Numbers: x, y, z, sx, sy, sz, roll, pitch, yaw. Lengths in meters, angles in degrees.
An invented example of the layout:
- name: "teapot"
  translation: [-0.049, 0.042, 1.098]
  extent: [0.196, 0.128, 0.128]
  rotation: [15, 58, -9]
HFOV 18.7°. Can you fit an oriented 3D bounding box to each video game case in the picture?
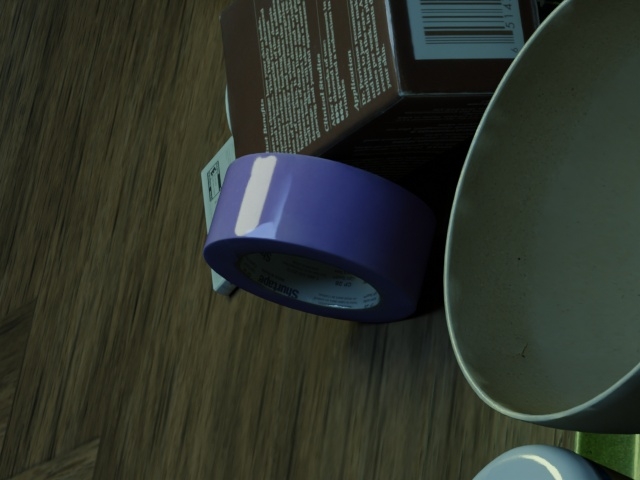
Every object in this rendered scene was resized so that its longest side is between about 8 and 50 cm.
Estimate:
- name: "video game case"
  translation: [-0.061, -0.063, 1.990]
  extent: [0.173, 0.022, 0.190]
  rotation: [-48, 32, 29]

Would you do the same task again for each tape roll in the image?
- name: "tape roll"
  translation: [0.000, 0.000, 1.660]
  extent: [0.189, 0.189, 0.080]
  rotation: [-14, 57, 55]

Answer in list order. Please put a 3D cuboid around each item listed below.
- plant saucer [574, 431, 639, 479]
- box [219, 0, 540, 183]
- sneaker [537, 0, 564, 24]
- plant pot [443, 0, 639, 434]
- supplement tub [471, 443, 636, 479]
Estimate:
- name: "plant saucer"
  translation: [0.252, 0.099, 1.308]
  extent: [0.188, 0.045, 0.188]
  rotation: [-28, 45, 47]
- name: "box"
  translation: [0.041, -0.159, 1.637]
  extent: [0.381, 0.143, 0.191]
  rotation: [153, 112, -65]
- name: "sneaker"
  translation: [0.124, -0.216, 1.740]
  extent: [0.300, 0.111, 0.121]
  rotation: [-120, 44, -59]
- name: "plant pot"
  translation: [0.232, -0.005, 1.164]
  extent: [0.284, 0.191, 0.284]
  rotation: [-43, 37, 44]
- name: "supplement tub"
  translation: [0.181, 0.219, 1.168]
  extent: [0.144, 0.199, 0.144]
  rotation: [-38, 38, 38]
